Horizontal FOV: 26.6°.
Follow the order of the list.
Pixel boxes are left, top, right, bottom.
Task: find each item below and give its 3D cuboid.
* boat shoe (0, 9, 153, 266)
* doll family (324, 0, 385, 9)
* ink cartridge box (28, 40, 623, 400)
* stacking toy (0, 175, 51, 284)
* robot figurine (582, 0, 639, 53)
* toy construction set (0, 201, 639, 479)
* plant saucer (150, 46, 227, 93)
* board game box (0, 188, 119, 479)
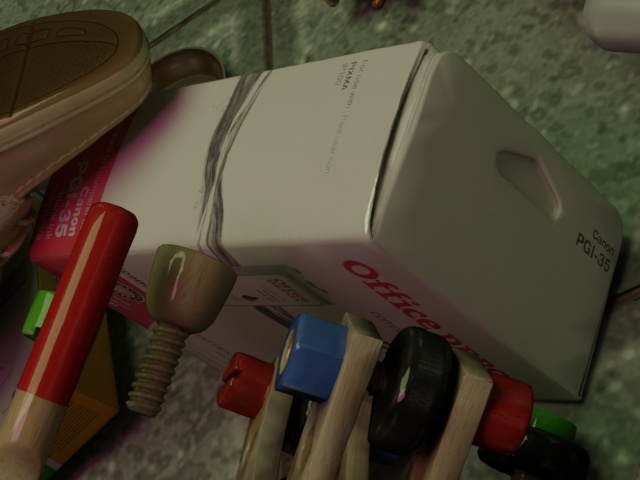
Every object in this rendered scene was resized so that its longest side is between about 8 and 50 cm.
[{"bbox_3d":[-0.219,-0.033,0.806,0.302,0.098,0.109,-28,37,11],"label":"boat shoe"},{"bbox_3d":[0.054,-0.264,1.051,0.111,0.076,0.193,-11,77,41],"label":"doll family"},{"bbox_3d":[0.000,0.000,0.797,0.283,0.207,0.117,-3,60,44],"label":"ink cartridge box"},{"bbox_3d":[-0.347,0.028,0.976,0.480,0.350,0.350,-40,39,-4],"label":"stacking toy"},{"bbox_3d":[0.232,-0.250,0.771,0.353,0.200,0.300,8,89,47],"label":"robot figurine"},{"bbox_3d":[-0.035,0.151,0.663,0.257,0.309,0.237,0,66,54],"label":"toy construction set"},{"bbox_3d":[-0.135,-0.087,1.142,0.168,0.029,0.168,-26,44,28],"label":"plant saucer"},{"bbox_3d":[-0.275,0.080,1.097,0.242,0.064,0.316,-43,39,23],"label":"board game box"}]
